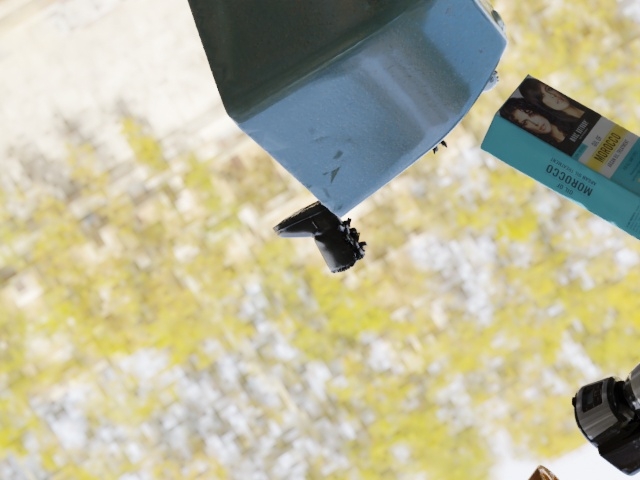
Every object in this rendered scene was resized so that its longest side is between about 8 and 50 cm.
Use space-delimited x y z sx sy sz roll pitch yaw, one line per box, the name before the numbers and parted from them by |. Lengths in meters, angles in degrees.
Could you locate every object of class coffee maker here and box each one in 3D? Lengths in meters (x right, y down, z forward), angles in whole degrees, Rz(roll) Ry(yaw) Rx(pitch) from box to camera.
coffee maker | 0.423 0.211 2.101 0.178 0.171 0.120 -37 -176 37

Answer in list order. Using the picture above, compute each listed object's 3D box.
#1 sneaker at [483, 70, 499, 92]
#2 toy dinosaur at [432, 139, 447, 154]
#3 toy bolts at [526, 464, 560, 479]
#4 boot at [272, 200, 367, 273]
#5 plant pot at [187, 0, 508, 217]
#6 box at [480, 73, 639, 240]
sneaker | 0.103 -0.226 2.006 0.146 0.293 0.102 -40 -131 -4
toy dinosaur | 0.127 -0.189 2.308 0.064 0.118 0.268 -11 -141 31
toy bolts | 0.309 0.274 1.633 0.158 0.218 0.228 -40 171 11
boot | 0.000 0.000 2.340 0.121 0.099 0.045 -25 -169 42
plant pot | 0.037 -0.223 1.743 0.252 0.247 0.248 -30 -124 15
box | 0.317 -0.092 2.003 0.100 0.244 0.060 -49 165 -44
